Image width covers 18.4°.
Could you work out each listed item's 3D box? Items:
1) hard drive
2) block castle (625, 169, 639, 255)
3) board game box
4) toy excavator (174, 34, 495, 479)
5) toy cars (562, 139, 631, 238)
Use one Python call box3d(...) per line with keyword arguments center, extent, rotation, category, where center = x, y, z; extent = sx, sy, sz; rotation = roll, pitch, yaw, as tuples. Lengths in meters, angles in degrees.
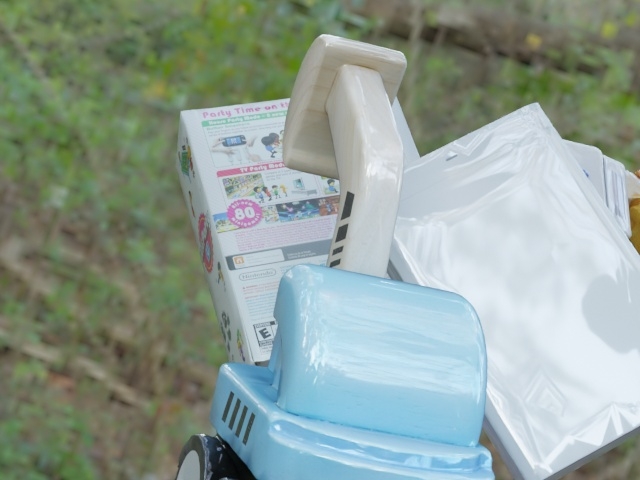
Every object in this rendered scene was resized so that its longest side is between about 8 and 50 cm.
box3d(center=(0.187, 0.046, 1.759), extent=(0.307, 0.203, 0.040), rotation=(59, -16, 18), category="hard drive")
box3d(center=(0.532, 0.049, 2.442), extent=(0.453, 0.213, 0.303), rotation=(-13, 50, -37), category="block castle")
box3d(center=(0.000, 0.000, 1.926), extent=(0.224, 0.097, 0.303), rotation=(-8, 56, -13), category="board game box")
box3d(center=(0.030, 0.065, 1.615), extent=(0.222, 0.445, 0.433), rotation=(13, 5, -15), category="toy excavator")
box3d(center=(0.303, 0.022, 1.911), extent=(0.393, 0.176, 0.087), rotation=(48, -37, -10), category="toy cars")
